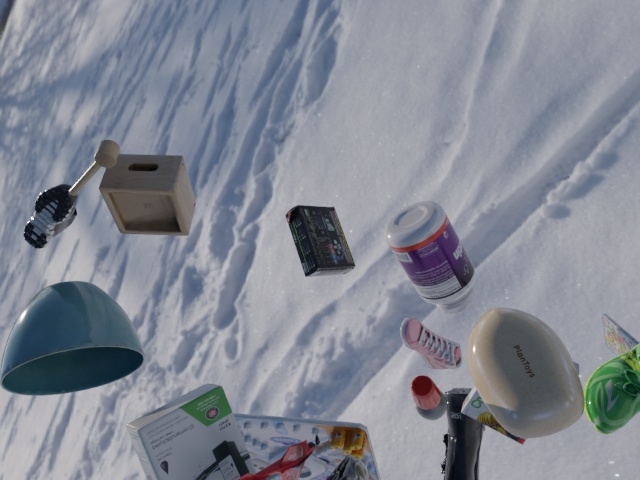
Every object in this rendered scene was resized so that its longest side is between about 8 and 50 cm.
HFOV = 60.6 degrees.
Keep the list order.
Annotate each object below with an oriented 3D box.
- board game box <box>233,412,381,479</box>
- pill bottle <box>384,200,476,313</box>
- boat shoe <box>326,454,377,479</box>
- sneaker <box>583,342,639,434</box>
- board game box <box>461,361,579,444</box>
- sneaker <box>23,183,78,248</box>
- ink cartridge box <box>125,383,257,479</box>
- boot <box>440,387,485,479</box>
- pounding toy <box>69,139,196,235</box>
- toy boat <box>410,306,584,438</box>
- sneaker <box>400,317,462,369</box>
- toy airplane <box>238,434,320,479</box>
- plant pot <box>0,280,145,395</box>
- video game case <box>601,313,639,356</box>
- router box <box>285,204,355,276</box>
[{"bbox_3d":[-0.058,0.546,1.305,0.390,0.389,0.050,-1,41,16],"label":"board game box"},{"bbox_3d":[0.329,0.056,1.580,0.182,0.323,0.181,-27,26,15],"label":"pill bottle"},{"bbox_3d":[0.062,0.404,0.749,0.122,0.120,0.324,-49,-4,3],"label":"boat shoe"},{"bbox_3d":[0.638,0.259,1.075,0.296,0.123,0.109,-40,74,-6],"label":"sneaker"},{"bbox_3d":[0.547,0.414,1.525,0.053,0.193,0.305,-48,-18,-57],"label":"board game box"},{"bbox_3d":[-0.621,-0.075,1.297,0.234,0.078,0.106,-39,13,37],"label":"sneaker"},{"bbox_3d":[-0.201,0.364,0.897,0.087,0.153,0.208,-20,93,56],"label":"ink cartridge box"},{"bbox_3d":[0.491,0.718,1.792,0.146,0.367,0.444,-6,77,35],"label":"boot"},{"bbox_3d":[-0.327,-0.108,0.941,0.206,0.181,0.094,90,-178,-53],"label":"pounding toy"},{"bbox_3d":[0.336,0.277,1.094,0.318,0.148,0.267,-19,52,9],"label":"toy boat"},{"bbox_3d":[0.190,0.172,0.909,0.070,0.134,0.051,-5,48,43],"label":"sneaker"},{"bbox_3d":[-0.062,0.330,0.789,0.028,0.151,0.151,46,115,30],"label":"toy airplane"},{"bbox_3d":[-0.561,0.207,1.241,0.290,0.290,0.195,-40,57,37],"label":"plant pot"},{"bbox_3d":[0.812,0.285,1.459,0.015,0.119,0.166,-22,26,0],"label":"video game case"},{"bbox_3d":[0.000,0.000,0.946,0.038,0.092,0.122,-35,66,41],"label":"router box"}]
